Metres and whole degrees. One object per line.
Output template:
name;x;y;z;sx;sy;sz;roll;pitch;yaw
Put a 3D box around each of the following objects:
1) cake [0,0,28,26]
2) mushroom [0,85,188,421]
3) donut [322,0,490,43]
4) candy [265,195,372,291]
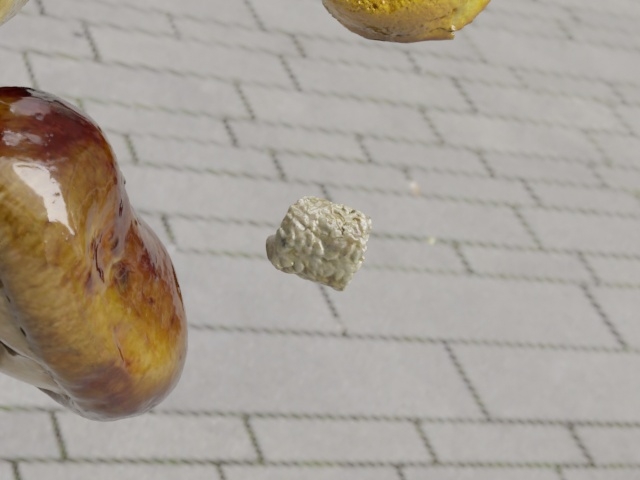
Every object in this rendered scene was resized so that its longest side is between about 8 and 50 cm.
cake;-0.422;-0.353;1.563;0.332;0.332;0.321;19;20;-7
mushroom;-0.274;0.022;1.254;0.345;0.345;0.259;38;67;22
donut;0.075;-0.277;1.446;0.190;0.174;0.074;16;-4;21
candy;0.000;0.000;1.696;0.110;0.095;0.085;26;14;11
